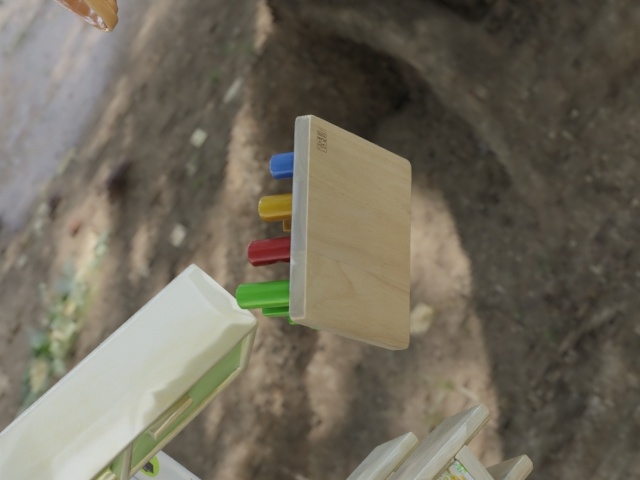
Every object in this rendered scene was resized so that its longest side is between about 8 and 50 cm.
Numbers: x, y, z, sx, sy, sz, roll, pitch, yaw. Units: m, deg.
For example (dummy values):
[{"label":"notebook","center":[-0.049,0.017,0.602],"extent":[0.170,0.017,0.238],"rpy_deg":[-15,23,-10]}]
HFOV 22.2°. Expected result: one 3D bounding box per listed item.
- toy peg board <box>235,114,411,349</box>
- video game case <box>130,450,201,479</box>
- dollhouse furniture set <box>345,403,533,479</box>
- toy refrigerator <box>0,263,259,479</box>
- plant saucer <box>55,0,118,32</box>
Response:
[{"label":"toy peg board","center":[0.000,0.000,1.308],"extent":[0.079,0.161,0.161],"rpy_deg":[-7,75,31]},{"label":"video game case","center":[-0.254,0.302,1.718],"extent":[0.269,0.244,0.061],"rpy_deg":[-29,36,27]},{"label":"dollhouse furniture set","center":[0.058,0.249,0.954],"extent":[0.161,0.212,0.242],"rpy_deg":[-43,5,-35]},{"label":"toy refrigerator","center":[-0.176,0.153,1.447],"extent":[0.269,0.094,0.102],"rpy_deg":[-42,-15,-28]},{"label":"plant saucer","center":[-0.262,-0.269,1.506],"extent":[0.037,0.200,0.200],"rpy_deg":[-52,23,-6]}]
